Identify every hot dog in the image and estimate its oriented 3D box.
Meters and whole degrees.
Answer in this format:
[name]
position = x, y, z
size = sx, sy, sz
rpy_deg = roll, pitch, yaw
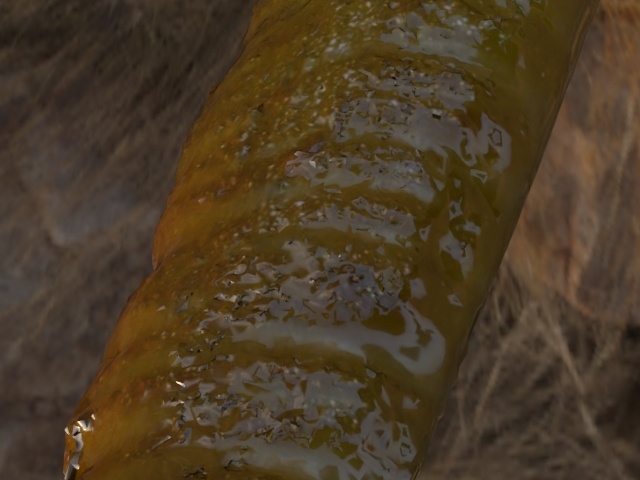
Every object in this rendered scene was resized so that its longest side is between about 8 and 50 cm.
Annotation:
[hot dog]
position = 0.001, 0.000, 0.396
size = 0.068, 0.289, 0.083
rpy_deg = 35, 148, -18
